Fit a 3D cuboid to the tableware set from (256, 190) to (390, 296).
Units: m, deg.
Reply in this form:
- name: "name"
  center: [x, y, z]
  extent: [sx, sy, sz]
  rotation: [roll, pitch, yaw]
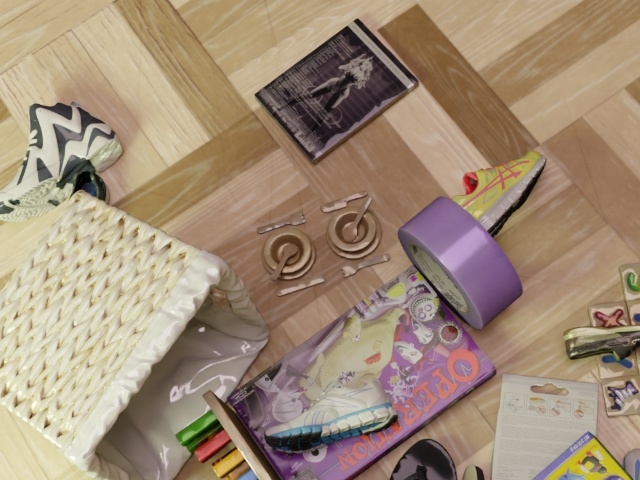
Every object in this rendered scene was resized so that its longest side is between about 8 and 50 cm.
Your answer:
- name: "tableware set"
  center: [0.000, 0.000, 1.868]
  extent: [0.194, 0.039, 0.128]
  rotation: [-19, 68, 0]

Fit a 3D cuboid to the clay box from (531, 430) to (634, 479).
- name: "clay box"
  center: [0.382, 0.376, 1.578]
  extent: [0.127, 0.053, 0.222]
  rotation: [-43, 57, 5]

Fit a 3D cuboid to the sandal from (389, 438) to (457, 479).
- name: "sandal"
  center: [0.119, 0.398, 1.688]
  extent: [0.097, 0.054, 0.254]
  rotation: [23, 74, 15]

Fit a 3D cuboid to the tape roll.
- name: "tape roll"
  center: [0.202, 0.033, 1.749]
  extent: [0.080, 0.189, 0.189]
  rotation: [-38, 69, -8]

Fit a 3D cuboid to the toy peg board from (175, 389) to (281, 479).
- name: "toy peg board"
  center: [-0.126, 0.312, 1.698]
  extent: [0.079, 0.161, 0.160]
  rotation: [-36, 69, -4]

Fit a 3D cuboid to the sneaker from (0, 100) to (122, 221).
- name: "sneaker"
  center: [-0.458, -0.143, 1.957]
  extent: [0.235, 0.094, 0.153]
  rotation: [-38, 68, -8]

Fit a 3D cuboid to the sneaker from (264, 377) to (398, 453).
- name: "sneaker"
  center: [0.009, 0.246, 1.715]
  extent: [0.191, 0.071, 0.083]
  rotation: [-13, 61, -7]

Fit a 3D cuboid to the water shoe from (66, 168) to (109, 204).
- name: "water shoe"
  center: [-0.386, -0.015, 1.903]
  extent: [0.073, 0.080, 0.203]
  rotation: [0, 69, 8]

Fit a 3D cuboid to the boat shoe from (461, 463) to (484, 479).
- name: "boat shoe"
  center: [0.223, 0.381, 1.690]
  extent: [0.042, 0.049, 0.133]
  rotation: [10, 60, -18]

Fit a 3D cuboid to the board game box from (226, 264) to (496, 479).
- name: "board game box"
  center: [0.060, 0.215, 1.775]
  extent: [0.347, 0.056, 0.208]
  rotation: [-36, 73, -7]

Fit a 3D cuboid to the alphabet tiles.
- name: "alphabet tiles"
  center: [0.574, 0.155, 1.747]
  extent: [0.343, 0.011, 0.285]
  rotation: [-7, 68, 5]

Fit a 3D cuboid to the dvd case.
- name: "dvd case"
  center: [0.026, -0.247, 1.974]
  extent: [0.221, 0.018, 0.164]
  rotation: [-38, 68, -7]

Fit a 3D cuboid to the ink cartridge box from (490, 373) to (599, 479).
- name: "ink cartridge box"
  center: [0.323, 0.284, 1.726]
  extent: [0.145, 0.045, 0.179]
  rotation: [5, 51, 10]

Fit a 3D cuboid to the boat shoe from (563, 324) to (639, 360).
- name: "boat shoe"
  center: [0.430, 0.150, 1.738]
  extent: [0.152, 0.056, 0.049]
  rotation: [-4, 73, 16]

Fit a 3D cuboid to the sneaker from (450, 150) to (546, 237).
- name: "sneaker"
  center: [0.266, -0.085, 1.815]
  extent: [0.094, 0.081, 0.208]
  rotation: [36, 50, 15]

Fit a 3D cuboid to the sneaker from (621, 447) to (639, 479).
- name: "sneaker"
  center: [0.390, 0.399, 1.634]
  extent: [0.126, 0.091, 0.240]
  rotation: [3, 70, 9]

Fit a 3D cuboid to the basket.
- name: "basket"
  center: [-0.283, 0.152, 1.694]
  extent: [0.266, 0.328, 0.331]
  rotation: [31, 76, 19]
